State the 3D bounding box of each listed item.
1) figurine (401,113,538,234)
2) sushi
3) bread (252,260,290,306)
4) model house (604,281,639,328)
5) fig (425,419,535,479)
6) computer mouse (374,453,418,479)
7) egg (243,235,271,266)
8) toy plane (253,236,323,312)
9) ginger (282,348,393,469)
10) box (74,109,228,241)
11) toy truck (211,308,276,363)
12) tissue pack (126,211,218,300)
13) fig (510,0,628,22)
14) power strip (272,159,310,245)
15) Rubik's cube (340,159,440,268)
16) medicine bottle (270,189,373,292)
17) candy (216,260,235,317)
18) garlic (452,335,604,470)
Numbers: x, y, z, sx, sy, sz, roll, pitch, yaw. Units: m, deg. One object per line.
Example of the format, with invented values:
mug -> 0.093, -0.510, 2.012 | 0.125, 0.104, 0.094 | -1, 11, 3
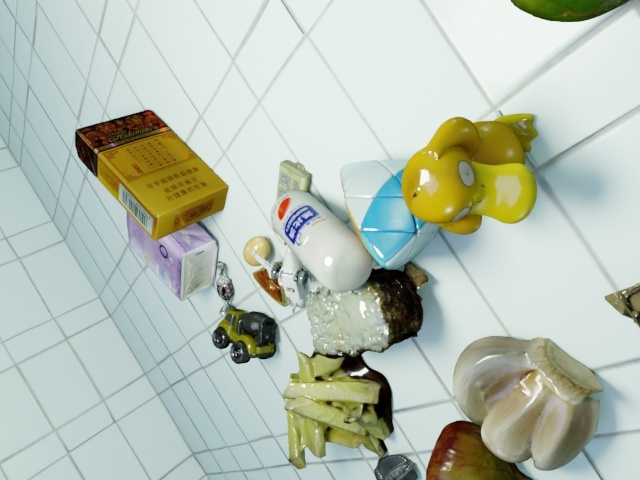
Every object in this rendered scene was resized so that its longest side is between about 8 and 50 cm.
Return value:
figurine -> 0.243, -0.109, 0.844 | 0.215, 0.228, 0.215 | 10, 121, 16
sushi -> 0.105, 0.157, 1.205 | 0.343, 0.182, 0.196 | -28, 87, 51
bread -> -0.128, 0.133, 1.533 | 0.154, 0.054, 0.136 | -25, 93, 57
model house -> 0.521, 0.086, 0.757 | 0.176, 0.181, 0.248 | -70, 18, -2
fig -> 0.374, 0.541, 1.164 | 0.290, 0.190, 0.190 | 34, 137, 5
computer mouse -> 0.207, 0.677, 1.501 | 0.106, 0.062, 0.192 | 48, 141, 15
egg -> -0.181, 0.029, 1.507 | 0.080, 0.080, 0.096 | 53, 132, 8
toy plane -> -0.069, 0.102, 1.398 | 0.251, 0.101, 0.255 | 12, 133, 19
ginger -> 0.024, 0.494, 1.476 | 0.358, 0.211, 0.413 | 39, 136, 22
box -> -0.509, -0.213, 1.569 | 0.415, 0.264, 0.115 | 42, 138, 18
toy truck -> -0.243, 0.296, 1.709 | 0.224, 0.147, 0.165 | 22, 104, 41
tissue pack -> -0.516, 0.002, 1.788 | 0.338, 0.160, 0.242 | 41, 137, 24
fig -> 0.349, -0.367, 0.640 | 0.245, 0.195, 0.195 | 5, 123, 6
power strip -> -0.079, -0.083, 1.362 | 0.092, 0.034, 0.268 | 35, 135, 27
Rubik's cube -> 0.152, -0.092, 1.009 | 0.254, 0.254, 0.254 | 26, 130, 35
medicine bottle -> 0.000, 0.000, 1.154 | 0.341, 0.130, 0.130 | -134, 34, -56
candy -> -0.332, 0.173, 1.781 | 0.094, 0.051, 0.226 | 29, 130, 41
garlic -> 0.389, 0.323, 1.039 | 0.279, 0.132, 0.325 | 46, 135, 29
